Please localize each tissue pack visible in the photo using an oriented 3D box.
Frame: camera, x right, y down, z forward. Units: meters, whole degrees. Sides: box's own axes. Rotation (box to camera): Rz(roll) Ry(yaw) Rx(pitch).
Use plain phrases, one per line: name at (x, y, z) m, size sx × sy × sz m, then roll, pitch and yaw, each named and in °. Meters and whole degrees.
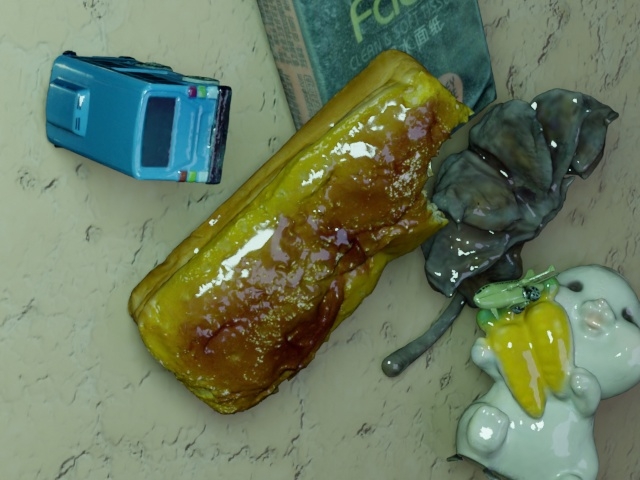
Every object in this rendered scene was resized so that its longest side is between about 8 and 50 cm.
tissue pack at (0.049, -0.227, 1.698) m, size 0.228 × 0.103 × 0.316 m, roll -39°, pitch 127°, yaw -31°

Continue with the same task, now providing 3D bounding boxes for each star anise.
star anise at (0.180, -0.044, 1.855) m, size 0.359 × 0.139 × 0.316 m, roll -42°, pitch 151°, yaw -21°

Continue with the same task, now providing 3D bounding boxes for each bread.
bread at (0.000, 0.000, 1.638) m, size 0.380 × 0.109 × 0.185 m, roll -44°, pitch 123°, yaw 3°

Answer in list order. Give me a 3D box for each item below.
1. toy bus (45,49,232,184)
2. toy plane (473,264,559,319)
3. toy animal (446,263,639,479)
toy bus at (-0.163, -0.109, 1.483) m, size 0.106 × 0.184 × 0.090 m, roll -2°, pitch 104°, yaw -35°
toy plane at (0.207, 0.058, 1.846) m, size 0.111 × 0.102 × 0.040 m, roll -19°, pitch 72°, yaw -41°
toy animal at (0.287, 0.155, 1.988) m, size 0.310 × 0.182 × 0.247 m, roll -64°, pitch 153°, yaw -10°
